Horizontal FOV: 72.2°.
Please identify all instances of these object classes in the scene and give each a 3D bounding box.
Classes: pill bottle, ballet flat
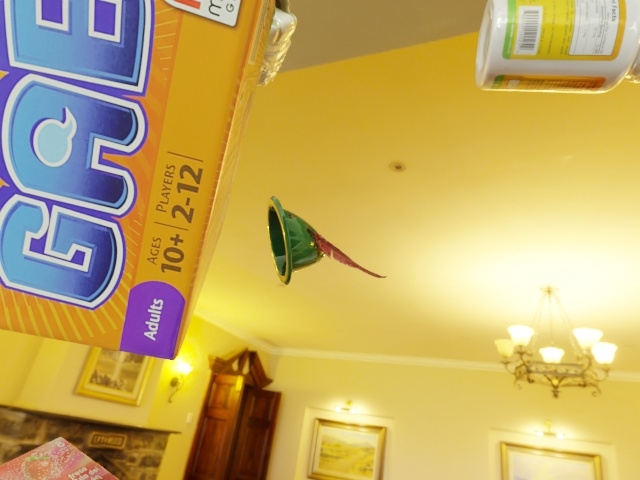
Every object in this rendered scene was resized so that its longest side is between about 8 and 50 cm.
[{"bbox_3d":[0.363,-0.285,0.634,0.246,0.136,0.136,5,-26,9],"label":"pill bottle"},{"bbox_3d":[-0.108,-0.478,0.849,0.147,0.146,0.408,7,-45,5],"label":"ballet flat"}]

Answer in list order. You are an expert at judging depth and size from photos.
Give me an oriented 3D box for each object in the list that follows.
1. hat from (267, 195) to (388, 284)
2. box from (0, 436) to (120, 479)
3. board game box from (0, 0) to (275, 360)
[{"bbox_3d":[0.000,0.000,0.907,0.184,0.208,0.173,-9,-9,-17],"label":"hat"},{"bbox_3d":[-0.396,0.382,0.500,0.142,0.153,0.300,25,7,16],"label":"box"},{"bbox_3d":[-0.266,-0.148,0.481,0.357,0.355,0.356,14,19,-11],"label":"board game box"}]
